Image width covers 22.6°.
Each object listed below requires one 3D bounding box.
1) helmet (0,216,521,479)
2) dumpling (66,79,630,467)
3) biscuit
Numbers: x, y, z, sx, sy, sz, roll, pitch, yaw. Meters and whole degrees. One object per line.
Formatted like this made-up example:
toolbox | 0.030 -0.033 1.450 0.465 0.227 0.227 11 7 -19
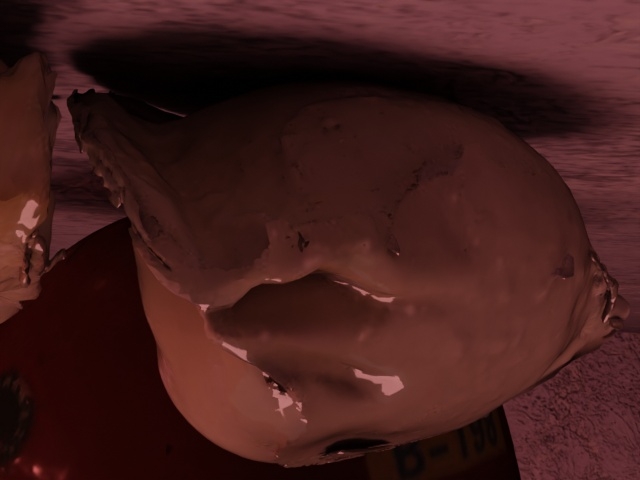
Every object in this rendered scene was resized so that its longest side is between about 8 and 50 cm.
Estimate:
helmet | -0.038 0.090 0.896 0.337 0.230 0.385 -1 -177 40
dumpling | 0.000 0.000 0.567 0.247 0.142 0.172 16 -161 -50
biscuit | -0.173 -0.003 0.546 0.179 0.084 0.281 -8 180 -10
